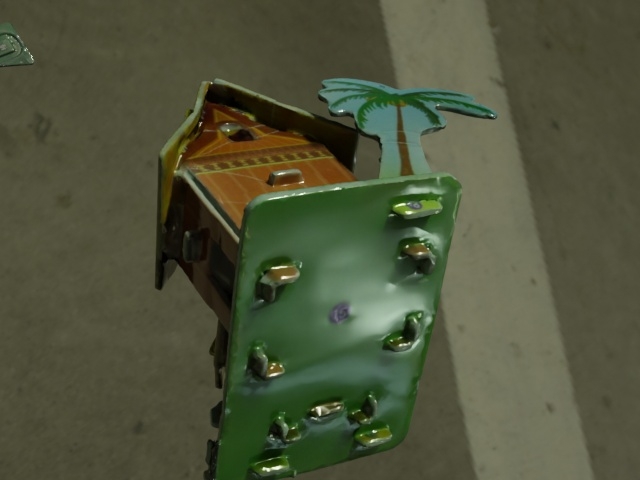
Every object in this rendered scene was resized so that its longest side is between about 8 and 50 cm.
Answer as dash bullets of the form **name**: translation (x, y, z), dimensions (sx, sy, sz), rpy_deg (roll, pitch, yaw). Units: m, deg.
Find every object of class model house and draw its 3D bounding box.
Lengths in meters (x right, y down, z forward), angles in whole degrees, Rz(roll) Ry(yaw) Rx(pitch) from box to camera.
- **model house**: translation (0.000, 0.000, 1.081), dimensions (0.340, 0.300, 0.323), rpy_deg (-10, 36, -27)

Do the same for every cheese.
- **cheese**: translation (-0.355, -0.179, 1.121), dimensions (0.120, 0.026, 0.067), rpy_deg (-28, 72, -21)
